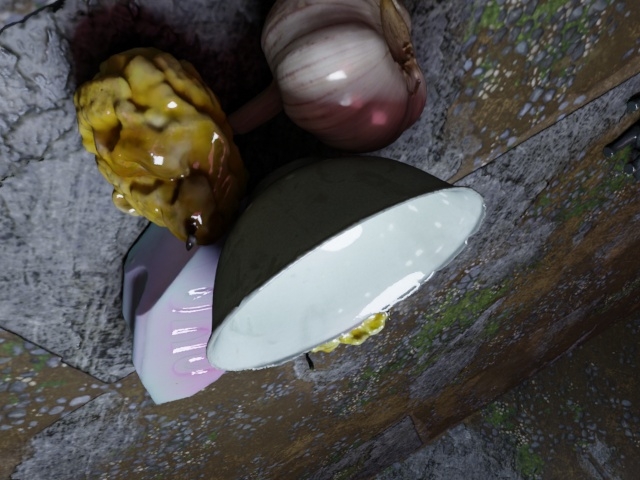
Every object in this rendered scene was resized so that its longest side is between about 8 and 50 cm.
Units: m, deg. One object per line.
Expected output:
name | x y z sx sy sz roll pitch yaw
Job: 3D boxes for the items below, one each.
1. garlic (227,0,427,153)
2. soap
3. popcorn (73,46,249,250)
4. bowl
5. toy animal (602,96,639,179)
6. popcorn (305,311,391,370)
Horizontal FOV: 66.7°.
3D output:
garlic | -0.011 -0.167 0.518 0.226 0.199 0.199 -18 151 32
soap | -0.174 0.090 0.690 0.192 0.109 0.324 -5 135 -31
popcorn | -0.152 -0.091 0.493 0.140 0.163 0.194 -40 113 -22
bowl | 0.000 0.000 0.522 0.313 0.146 0.313 -26 155 -13
toy animal | 0.656 -0.191 0.987 0.137 0.082 0.270 -26 141 -8
popcorn | 0.014 0.093 0.752 0.173 0.195 0.168 -25 133 -18
